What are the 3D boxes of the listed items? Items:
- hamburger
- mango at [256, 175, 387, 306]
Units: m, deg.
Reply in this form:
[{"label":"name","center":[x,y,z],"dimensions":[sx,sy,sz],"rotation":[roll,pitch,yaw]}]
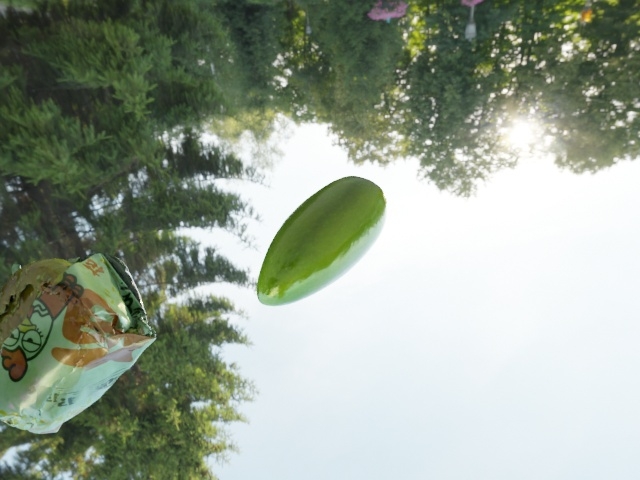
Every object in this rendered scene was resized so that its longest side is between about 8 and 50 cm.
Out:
[{"label":"hamburger","center":[-0.345,0.106,0.523],"dimensions":[0.214,0.235,0.125],"rotation":[-37,168,1]},{"label":"mango","center":[0.000,0.000,0.780],"dimensions":[0.343,0.156,0.192],"rotation":[-43,-172,-38]}]
